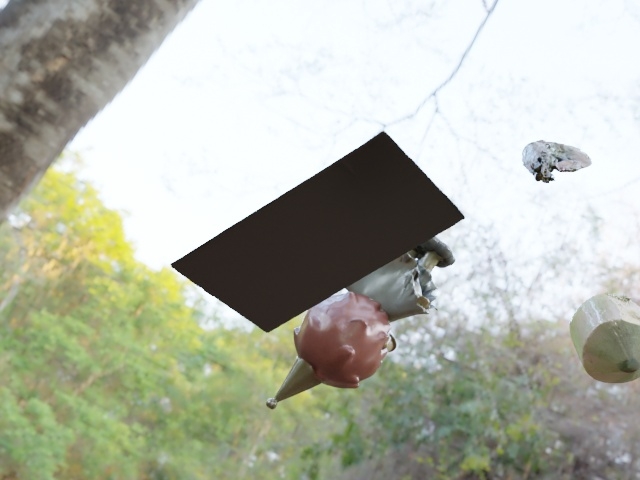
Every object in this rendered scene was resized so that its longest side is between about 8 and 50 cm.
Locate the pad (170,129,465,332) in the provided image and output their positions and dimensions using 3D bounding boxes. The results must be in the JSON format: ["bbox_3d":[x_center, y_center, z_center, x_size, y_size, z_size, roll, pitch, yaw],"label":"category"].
[{"bbox_3d":[0.000,0.000,1.287,0.299,0.005,0.202,-31,-42,18],"label":"pad"}]

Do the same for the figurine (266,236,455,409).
[{"bbox_3d":[0.066,0.139,1.758,0.207,0.387,0.166,21,-28,42],"label":"figurine"}]

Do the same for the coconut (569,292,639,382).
[{"bbox_3d":[0.410,0.139,1.518,0.116,0.116,0.122,37,17,-24],"label":"coconut"}]

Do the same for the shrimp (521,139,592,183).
[{"bbox_3d":[0.332,-0.113,1.557,0.101,0.190,0.042,10,-70,17],"label":"shrimp"}]
